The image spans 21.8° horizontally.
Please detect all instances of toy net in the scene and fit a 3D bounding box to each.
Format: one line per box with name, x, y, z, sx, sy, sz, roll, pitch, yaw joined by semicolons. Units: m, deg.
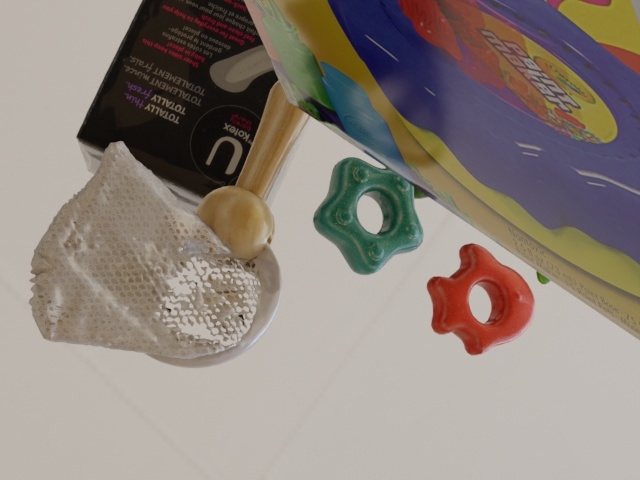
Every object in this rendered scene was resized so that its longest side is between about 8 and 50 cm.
toy net;0.000;0.000;0.595;0.232;0.045;0.122;-24;-87;-30

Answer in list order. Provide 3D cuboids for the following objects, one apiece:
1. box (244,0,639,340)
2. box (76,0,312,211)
box;0.108;-0.106;0.327;0.177;0.290;0.279;-42;-38;-15
box;-0.073;-0.156;1.408;0.165;0.143;0.270;25;-100;0
